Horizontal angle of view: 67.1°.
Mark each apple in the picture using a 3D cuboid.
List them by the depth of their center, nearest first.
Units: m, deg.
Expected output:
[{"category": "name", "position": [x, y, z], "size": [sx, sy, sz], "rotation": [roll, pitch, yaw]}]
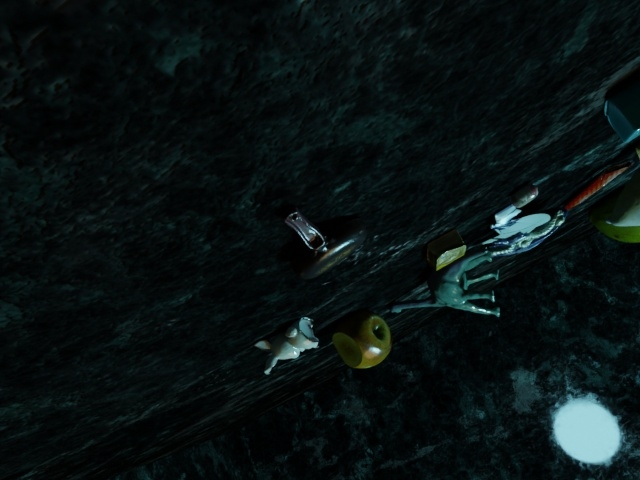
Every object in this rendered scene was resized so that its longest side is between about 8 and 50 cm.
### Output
[{"category": "apple", "position": [0.110, 0.275, 1.316], "size": [0.147, 0.146, 0.163], "rotation": [-35, 163, 34]}]

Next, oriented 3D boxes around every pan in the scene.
[{"category": "pan", "position": [0.002, 0.002, 0.598], "size": [0.115, 0.040, 0.212], "rotation": [-35, 162, 5]}]

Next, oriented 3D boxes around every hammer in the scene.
[{"category": "hammer", "position": [0.406, -0.093, 0.941], "size": [0.083, 0.031, 0.052], "rotation": [-24, 167, -46]}]

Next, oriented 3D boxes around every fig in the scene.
[{"category": "fig", "position": [1.017, -0.092, 1.600], "size": [0.225, 0.203, 0.203], "rotation": [8, -174, 36]}]

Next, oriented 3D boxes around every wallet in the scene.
[{"category": "wallet", "position": [0.712, -0.137, 1.261], "size": [0.103, 0.020, 0.196], "rotation": [-21, 160, -21]}]

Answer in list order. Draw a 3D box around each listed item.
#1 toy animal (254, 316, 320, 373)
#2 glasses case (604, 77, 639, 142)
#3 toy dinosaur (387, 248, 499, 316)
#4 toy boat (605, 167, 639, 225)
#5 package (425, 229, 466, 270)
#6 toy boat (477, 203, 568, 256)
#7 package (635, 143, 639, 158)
[{"category": "toy animal", "position": [-0.067, 0.222, 1.033], "size": [0.124, 0.071, 0.085], "rotation": [-37, 161, 24]}, {"category": "glasses case", "position": [0.545, -0.255, 0.649], "size": [0.301, 0.070, 0.117], "rotation": [-37, 166, 21]}, {"category": "toy dinosaur", "position": [0.287, 0.118, 1.263], "size": [0.331, 0.129, 0.383], "rotation": [-4, 149, 25]}, {"category": "toy boat", "position": [0.820, -0.113, 1.019], "size": [0.111, 0.293, 0.276], "rotation": [-52, 157, -63]}, {"category": "package", "position": [0.263, 0.027, 1.020], "size": [0.071, 0.047, 0.131], "rotation": [-31, 160, -1]}, {"category": "toy boat", "position": [0.447, -0.017, 1.147], "size": [0.292, 0.070, 0.210], "rotation": [-2, 149, -39]}, {"category": "package", "position": [0.891, -0.246, 1.079], "size": [0.311, 0.221, 0.165], "rotation": [-40, -162, 26]}]
